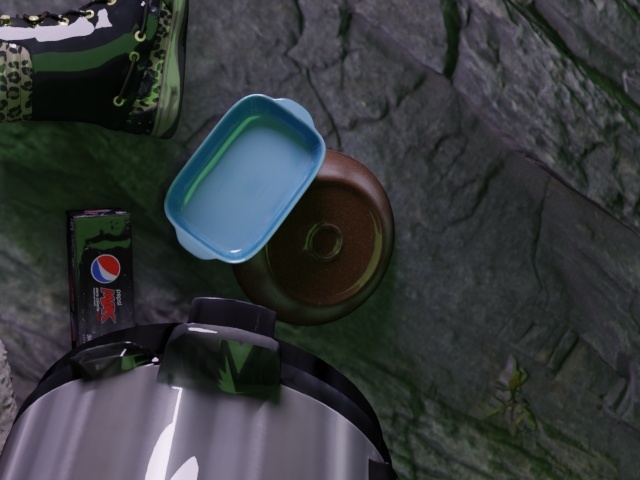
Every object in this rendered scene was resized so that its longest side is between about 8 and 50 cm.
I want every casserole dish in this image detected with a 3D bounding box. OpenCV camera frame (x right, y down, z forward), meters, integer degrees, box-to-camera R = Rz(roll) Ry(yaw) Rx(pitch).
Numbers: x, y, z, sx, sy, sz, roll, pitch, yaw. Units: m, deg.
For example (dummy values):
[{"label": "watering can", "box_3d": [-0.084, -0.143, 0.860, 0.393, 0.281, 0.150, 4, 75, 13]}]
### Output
[{"label": "casserole dish", "box_3d": [-0.077, -0.061, 1.017, 0.114, 0.037, 0.188, 36, 81, 2]}]

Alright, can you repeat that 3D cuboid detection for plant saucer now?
[{"label": "plant saucer", "box_3d": [0.000, 0.000, 1.078, 0.199, 0.036, 0.198, -4, 100, -24]}]

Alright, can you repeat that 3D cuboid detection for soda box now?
[{"label": "soda box", "box_3d": [-0.217, 0.053, 0.982, 0.060, 0.053, 0.168, -4, 100, -23]}]

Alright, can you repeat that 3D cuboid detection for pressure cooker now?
[{"label": "pressure cooker", "box_3d": [-0.114, 0.271, 0.850, 0.370, 0.420, 0.375, -28, 124, 24]}]

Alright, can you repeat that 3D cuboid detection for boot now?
[{"label": "boot", "box_3d": [-0.218, -0.214, 0.923, 0.179, 0.085, 0.236, -1, 100, -21]}]

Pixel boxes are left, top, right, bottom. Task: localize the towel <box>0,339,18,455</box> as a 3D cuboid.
[{"label": "towel", "box_3d": [-0.366, 0.237, 0.936, 0.187, 0.049, 0.282, -17, 105, -30]}]
